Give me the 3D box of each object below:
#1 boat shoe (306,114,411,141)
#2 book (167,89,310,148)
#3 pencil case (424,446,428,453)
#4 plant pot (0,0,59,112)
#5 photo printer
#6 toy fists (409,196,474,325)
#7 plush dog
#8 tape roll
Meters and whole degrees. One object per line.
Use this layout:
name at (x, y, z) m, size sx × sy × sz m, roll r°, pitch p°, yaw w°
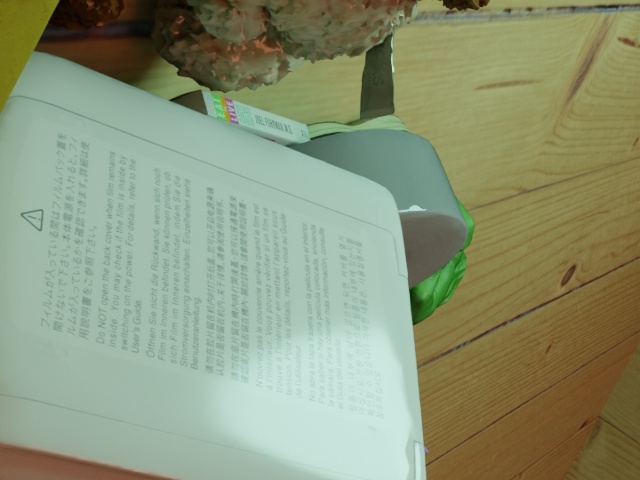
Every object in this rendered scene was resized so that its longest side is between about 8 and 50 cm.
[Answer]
boat shoe at (0.025, -0.055, 1.035) m, size 0.223 × 0.073 × 0.080 m, roll -22°, pitch 139°, yaw -50°
book at (-0.080, -0.064, 0.831) m, size 0.096 × 0.035 × 0.144 m, roll -22°, pitch 167°, yaw 22°
pencil case at (-0.004, 0.155, 1.086) m, size 0.088 × 0.206 × 0.086 m, roll -52°, pitch 161°, yaw 4°
plant pot at (-0.219, -0.098, 0.428) m, size 0.212 × 0.187 × 0.212 m, roll -60°, pitch 155°, yaw 9°
photo printer at (-0.092, 0.041, 0.665) m, size 0.307 × 0.256 × 0.107 m, roll 19°, pitch 141°, yaw -31°
toy fists at (0.056, 0.069, 1.214) m, size 0.279 × 0.096 × 0.142 m, roll -49°, pitch 153°, yaw -11°
plush dog at (-0.043, -0.190, 0.660) m, size 0.225 × 0.210 × 0.262 m, roll 10°, pitch 114°, yaw -37°
tape roll at (0.000, 0.000, 0.937) m, size 0.219 × 0.072 × 0.219 m, roll -17°, pitch 159°, yaw -6°
